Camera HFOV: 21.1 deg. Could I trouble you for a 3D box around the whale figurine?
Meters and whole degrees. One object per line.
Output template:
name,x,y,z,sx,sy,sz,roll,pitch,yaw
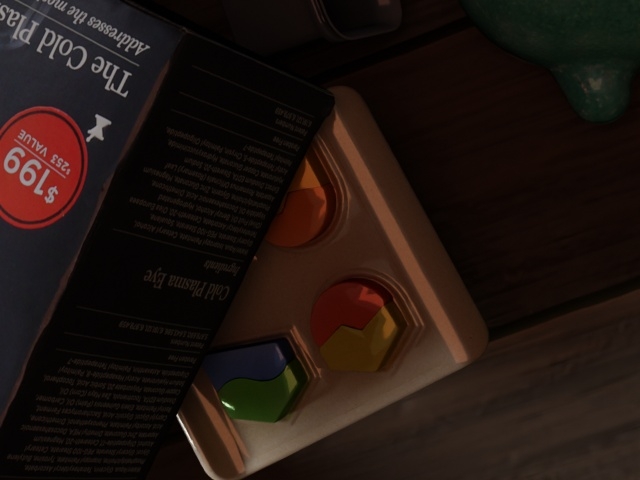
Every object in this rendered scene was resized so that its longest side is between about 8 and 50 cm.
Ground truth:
whale figurine,0.207,-0.172,1.050,0.272,0.141,0.216,24,98,7

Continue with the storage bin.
storage bin,-0.018,-0.184,1.122,0.091,0.098,0.135,-19,91,39

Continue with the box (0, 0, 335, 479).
box,-0.224,-0.033,1.059,0.343,0.179,0.312,29,97,28

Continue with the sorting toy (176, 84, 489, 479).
sorting toy,-0.026,0.031,1.087,0.208,0.038,0.193,-29,88,18
